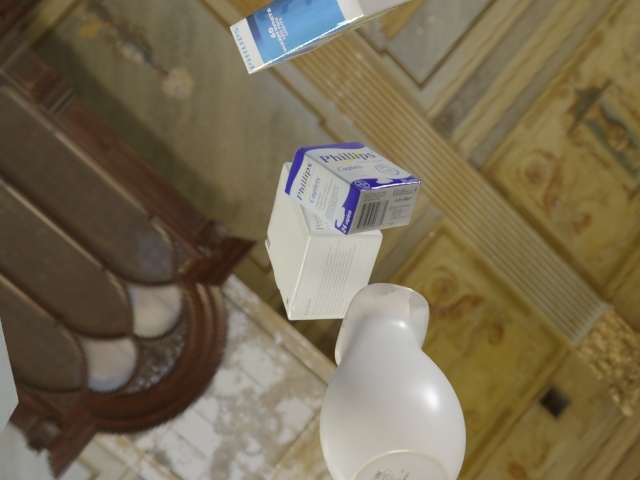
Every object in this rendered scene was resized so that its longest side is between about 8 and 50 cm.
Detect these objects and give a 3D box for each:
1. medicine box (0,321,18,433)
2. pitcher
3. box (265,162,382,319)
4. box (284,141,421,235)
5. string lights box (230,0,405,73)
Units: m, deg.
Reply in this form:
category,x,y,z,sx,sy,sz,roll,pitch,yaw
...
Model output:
category,x,y,z,sx,sy,sz,roll,pitch,yaw
medicine box,-0.491,0.098,1.100,0.289,0.263,0.149,-4,-158,5
pitcher,0.052,0.166,0.983,0.207,0.126,0.177,-96,-157,-57
box,0.000,0.000,1.701,0.181,0.119,0.182,-110,-154,-44
box,0.045,-0.075,1.498,0.137,0.126,0.072,35,-59,37
string lights box,0.007,-0.314,1.466,0.133,0.076,0.260,-28,-172,-37
